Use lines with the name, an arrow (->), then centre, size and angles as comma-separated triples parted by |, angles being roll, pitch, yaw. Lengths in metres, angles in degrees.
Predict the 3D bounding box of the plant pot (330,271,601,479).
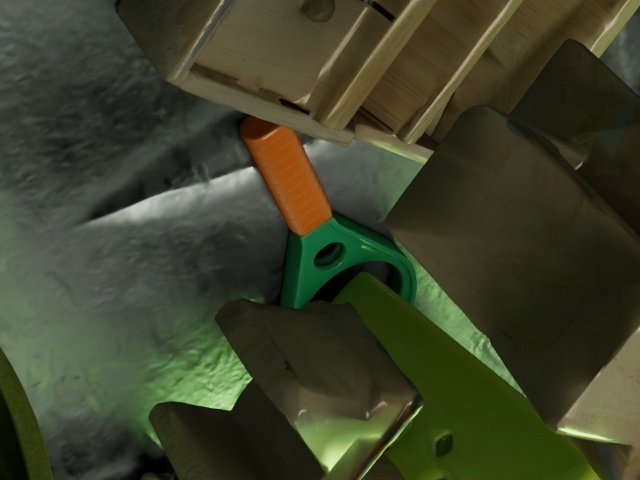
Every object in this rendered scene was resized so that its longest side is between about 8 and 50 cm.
plant pot -> 0.060, 0.194, 0.921 | 0.207, 0.227, 0.228 | -43, 137, -8

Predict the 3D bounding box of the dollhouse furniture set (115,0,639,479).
dollhouse furniture set -> 0.114, -0.024, 0.679 | 0.256, 0.394, 0.362 | 15, 119, -44

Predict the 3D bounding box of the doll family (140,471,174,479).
doll family -> -0.123, 0.279, 1.018 | 0.163, 0.118, 0.263 | -5, 131, -32

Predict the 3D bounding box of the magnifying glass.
magnifying glass -> 0.000, 0.000, 0.913 | 0.092, 0.026, 0.231 | -32, 142, -5

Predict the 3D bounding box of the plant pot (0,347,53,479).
plant pot -> -0.294, 0.226, 0.700 | 0.366, 0.366, 0.353 | -21, 149, -18
